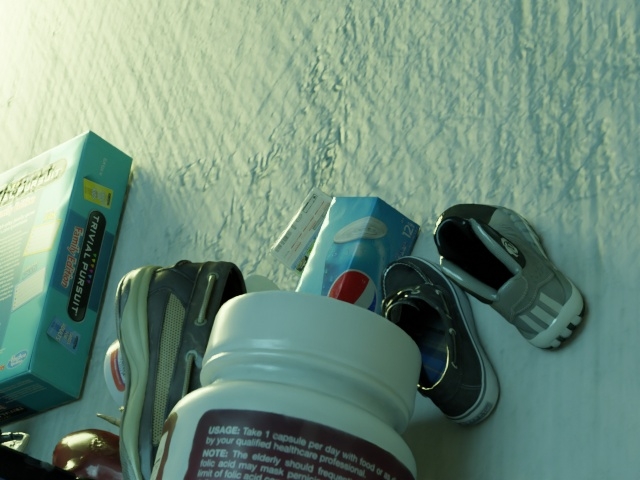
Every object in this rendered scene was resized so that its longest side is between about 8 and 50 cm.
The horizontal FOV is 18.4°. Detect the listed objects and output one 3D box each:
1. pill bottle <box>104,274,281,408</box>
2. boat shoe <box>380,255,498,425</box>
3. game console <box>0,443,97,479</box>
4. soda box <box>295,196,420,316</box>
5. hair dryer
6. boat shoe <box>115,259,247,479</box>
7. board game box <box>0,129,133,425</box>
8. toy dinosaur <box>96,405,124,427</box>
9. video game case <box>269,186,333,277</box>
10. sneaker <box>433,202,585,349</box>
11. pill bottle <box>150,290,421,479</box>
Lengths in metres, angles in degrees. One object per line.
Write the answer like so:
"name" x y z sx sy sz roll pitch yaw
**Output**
"pill bottle" -0.122 0.111 2.040 0.193 0.108 0.108 -31 42 32
"boat shoe" 0.093 0.081 1.831 0.080 0.076 0.228 -43 37 18
"game console" -0.293 0.367 1.874 0.250 0.173 0.293 29 93 29
"soda box" 0.019 0.062 1.944 0.071 0.067 0.210 1 64 51
"hair dryer" -0.275 0.263 2.041 0.293 0.080 0.223 -2 20 9
"boat shoe" -0.108 0.165 1.854 0.130 0.132 0.355 -20 60 17
"board game box" -0.366 0.058 2.402 0.253 0.079 0.336 -21 48 40
"toy dinosaur" -0.171 0.200 1.984 0.064 0.112 0.211 -23 -8 -14
"video game case" 0.000 0.000 2.066 0.087 0.011 0.122 -55 34 1
"sneaker" 0.141 0.002 1.787 0.086 0.132 0.228 -53 35 5
"pill bottle" -0.043 0.257 1.661 0.224 0.224 0.392 -14 53 44
